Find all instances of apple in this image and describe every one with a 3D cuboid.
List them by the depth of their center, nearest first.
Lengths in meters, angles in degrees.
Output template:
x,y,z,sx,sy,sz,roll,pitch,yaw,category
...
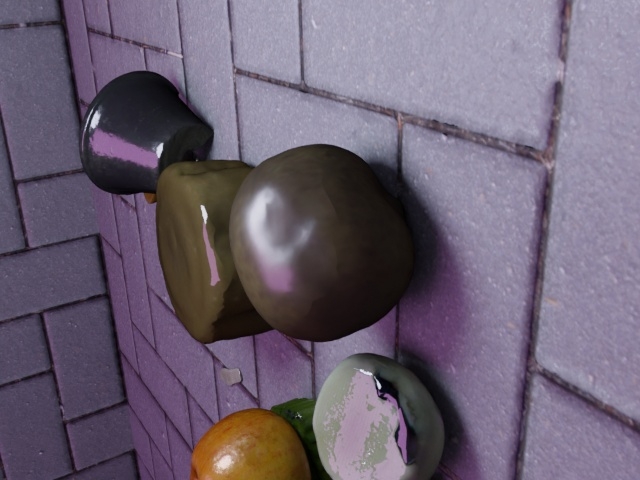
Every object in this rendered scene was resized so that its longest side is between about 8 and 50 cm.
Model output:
x,y,z,sx,sy,sz,roll,pitch,yaw,category
-0.179,0.560,1.642,0.299,0.275,0.298,36,132,53,apple

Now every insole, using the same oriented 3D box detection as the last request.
x,y,z,sx,sy,sz,roll,pitch,yaw,category
-0.295,0.445,2.277,0.192,0.010,0.063,-26,81,61,insole

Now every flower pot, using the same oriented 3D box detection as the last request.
x,y,z,sx,sy,sz,roll,pitch,yaw,category
-0.460,-0.260,1.959,0.251,0.379,0.379,29,130,30,flower pot

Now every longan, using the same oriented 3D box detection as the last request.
x,y,z,sx,sy,sz,roll,pitch,yaw,category
0.000,0.000,1.268,0.361,0.361,0.360,34,131,49,longan

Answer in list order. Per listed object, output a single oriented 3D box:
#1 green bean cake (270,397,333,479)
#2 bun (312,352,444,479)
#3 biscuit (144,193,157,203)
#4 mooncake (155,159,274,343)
x,y,z,sx,sy,sz,roll,pitch,yaw,category
-0.029,0.506,1.743,0.200,0.113,0.214,-13,93,58,green bean cake
0.127,0.361,1.352,0.283,0.179,0.283,-3,86,40,bun
-0.582,-0.267,2.383,0.344,0.057,0.287,18,118,56,biscuit
-0.236,0.019,1.724,0.467,0.262,0.466,36,133,51,mooncake
